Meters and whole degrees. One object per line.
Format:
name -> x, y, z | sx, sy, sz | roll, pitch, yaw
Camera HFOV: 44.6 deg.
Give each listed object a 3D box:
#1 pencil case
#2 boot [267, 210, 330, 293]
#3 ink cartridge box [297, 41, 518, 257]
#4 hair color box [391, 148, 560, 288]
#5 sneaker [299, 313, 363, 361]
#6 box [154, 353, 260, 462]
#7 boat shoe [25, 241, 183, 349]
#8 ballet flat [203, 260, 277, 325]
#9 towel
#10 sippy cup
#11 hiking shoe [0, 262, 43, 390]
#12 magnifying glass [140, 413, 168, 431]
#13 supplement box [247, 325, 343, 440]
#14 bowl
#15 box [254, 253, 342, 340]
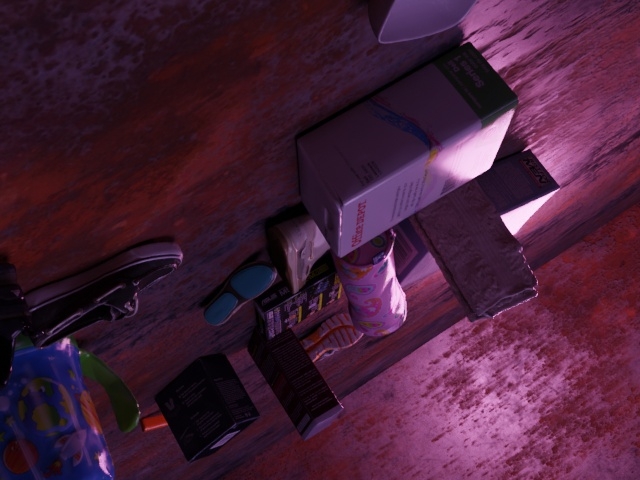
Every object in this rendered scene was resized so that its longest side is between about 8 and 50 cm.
pencil case -> 0.093, 0.067, 1.434 | 0.124, 0.124, 0.284 | -31, 145, -10
boot -> 0.000, 0.000, 1.267 | 0.165, 0.077, 0.213 | -32, 160, -13
ink cartridge box -> 0.112, -0.118, 1.080 | 0.278, 0.117, 0.201 | -31, 162, -11
hair color box -> 0.296, -0.046, 1.604 | 0.374, 0.113, 0.185 | -22, 159, -32
sneaker -> 0.023, 0.247, 1.957 | 0.215, 0.084, 0.083 | -28, 166, 12
box -> -0.235, 0.346, 1.617 | 0.156, 0.158, 0.093 | -41, 160, 24
boat shoe -> -0.267, 0.071, 0.988 | 0.219, 0.070, 0.078 | -25, 161, -25
ballet flat -> -0.134, 0.079, 1.299 | 0.168, 0.057, 0.052 | -38, -170, 24
towel -> 0.270, 0.003, 1.407 | 0.187, 0.282, 0.049 | -18, 161, -39
sippy cup -> -0.389, 0.262, 1.022 | 0.305, 0.224, 0.240 | -28, 162, -20
hiking shoe -> -0.393, 0.126, 0.837 | 0.227, 0.114, 0.086 | -41, 161, 22
magnifying glass -> -0.299, 0.396, 1.786 | 0.231, 0.092, 0.026 | -7, 154, -35
supplement box -> -0.058, 0.290, 1.648 | 0.073, 0.239, 0.130 | -27, 161, -26
bowl -> 0.116, -0.273, 0.788 | 0.142, 0.053, 0.142 | -21, 158, -33
box -> -0.040, 0.114, 1.546 | 0.184, 0.045, 0.190 | -32, 162, -13
